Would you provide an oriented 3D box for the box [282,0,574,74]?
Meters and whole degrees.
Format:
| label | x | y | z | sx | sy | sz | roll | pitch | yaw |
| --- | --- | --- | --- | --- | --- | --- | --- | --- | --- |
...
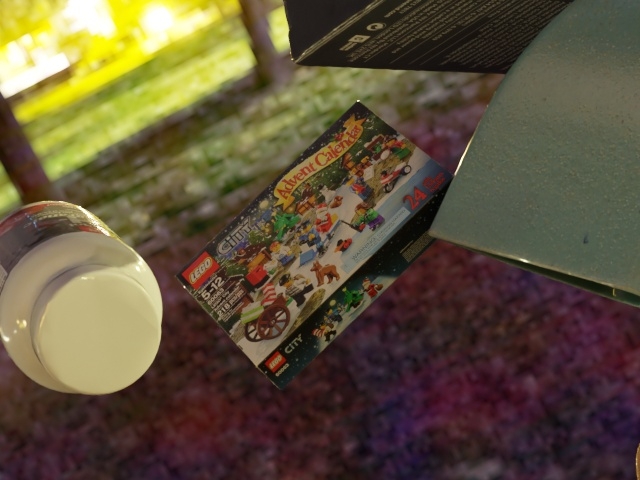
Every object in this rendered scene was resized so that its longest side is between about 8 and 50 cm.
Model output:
| label | x | y | z | sx | sy | sz | roll | pitch | yaw |
| --- | --- | --- | --- | --- | --- | --- | --- | --- | --- |
| box | 0.159 | -0.339 | 1.693 | 0.395 | 0.293 | 0.212 | -1 | -16 | -34 |

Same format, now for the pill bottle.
| label | x | y | z | sx | sy | sz | roll | pitch | yaw |
| --- | --- | --- | --- | --- | --- | --- | --- | --- | --- |
| pill bottle | -0.273 | 0.066 | 1.860 | 0.176 | 0.176 | 0.318 | -29 | 19 | -11 |

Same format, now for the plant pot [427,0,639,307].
| label | x | y | z | sx | sy | sz | roll | pitch | yaw |
| --- | --- | --- | --- | --- | --- | --- | --- | --- | --- |
| plant pot | 0.286 | -0.070 | 1.376 | 0.247 | 0.252 | 0.248 | 19 | -1 | -38 |

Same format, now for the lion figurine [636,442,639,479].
| label | x | y | z | sx | sy | sz | roll | pitch | yaw |
| --- | --- | --- | --- | --- | --- | --- | --- | --- | --- |
| lion figurine | 0.430 | 0.158 | 1.637 | 0.392 | 0.142 | 0.240 | -22 | 31 | -10 |

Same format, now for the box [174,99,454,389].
| label | x | y | z | sx | sy | sz | roll | pitch | yaw |
| --- | --- | --- | --- | --- | --- | --- | --- | --- | --- |
| box | 0.000 | 0.000 | 1.486 | 0.233 | 0.044 | 0.159 | -44 | 44 | -3 |
